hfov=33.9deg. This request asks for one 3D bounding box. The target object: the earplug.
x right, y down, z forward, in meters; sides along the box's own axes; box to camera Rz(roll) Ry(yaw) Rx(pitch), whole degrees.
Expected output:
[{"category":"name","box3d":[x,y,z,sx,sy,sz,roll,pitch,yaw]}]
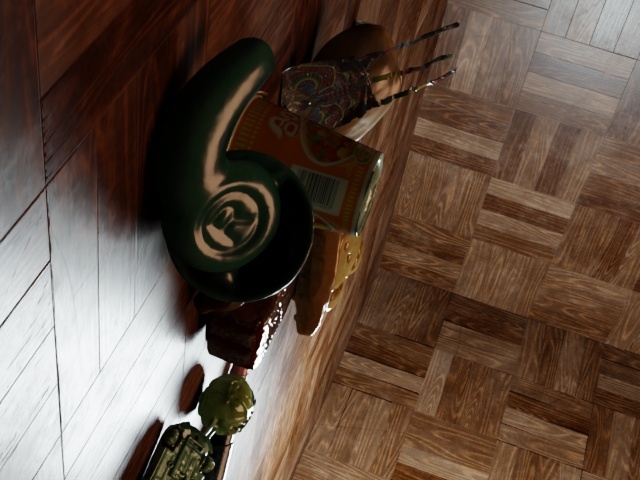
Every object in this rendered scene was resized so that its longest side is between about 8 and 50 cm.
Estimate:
[{"category":"earplug","box3d":[-0.101,-0.059,1.139,0.280,0.164,0.257,149,-77,-84]}]

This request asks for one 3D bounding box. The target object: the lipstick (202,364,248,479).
[{"category":"lipstick","box3d":[-0.159,0.303,1.827,0.053,0.053,0.234,41,65,-82]}]

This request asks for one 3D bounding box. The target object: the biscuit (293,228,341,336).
[{"category":"biscuit","box3d":[-0.014,-0.022,1.677,0.204,0.040,0.309,119,-27,-53]}]

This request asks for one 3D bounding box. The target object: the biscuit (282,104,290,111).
[{"category":"biscuit","box3d":[-0.028,-0.115,1.534,0.025,0.126,0.206,-32,166,-7]}]

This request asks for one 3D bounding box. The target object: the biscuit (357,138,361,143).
[{"category":"biscuit","box3d":[0.057,-0.200,2.247,0.280,0.043,0.183,45,60,-85]}]

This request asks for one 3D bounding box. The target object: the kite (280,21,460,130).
[{"category":"kite","box3d":[0.078,-0.235,1.540,0.152,0.285,0.015,76,-11,-51]}]

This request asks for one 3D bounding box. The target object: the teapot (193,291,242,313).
[{"category":"teapot","box3d":[-0.128,0.039,1.353,0.129,0.078,0.098,-60,-140,33]}]

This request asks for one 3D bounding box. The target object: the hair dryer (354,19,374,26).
[{"category":"hair dryer","box3d":[0.046,-0.309,1.879,0.183,0.044,0.155,-45,150,-67]}]

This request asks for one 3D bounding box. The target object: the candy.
[{"category":"candy","box3d":[-0.195,0.317,1.563,0.093,0.092,0.335,-31,-168,38]}]

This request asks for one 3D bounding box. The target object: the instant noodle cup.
[{"category":"instant noodle cup","box3d":[-0.021,-0.088,1.359,0.168,0.185,0.168,18,90,-83]}]

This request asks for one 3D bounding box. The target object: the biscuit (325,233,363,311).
[{"category":"biscuit","box3d":[0.021,-0.028,1.980,0.275,0.052,0.355,-56,151,-37]}]

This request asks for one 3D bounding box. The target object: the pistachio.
[{"category":"pistachio","box3d":[0.044,-0.238,1.638,0.215,0.144,0.144,-55,178,19]}]

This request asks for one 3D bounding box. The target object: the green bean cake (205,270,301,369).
[{"category":"green bean cake","box3d":[-0.091,0.055,1.535,0.233,0.097,0.199,-63,170,-48]}]

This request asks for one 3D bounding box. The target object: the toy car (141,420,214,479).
[{"category":"toy car","box3d":[-0.215,0.338,1.451,0.093,0.058,0.186,46,51,-30]}]
